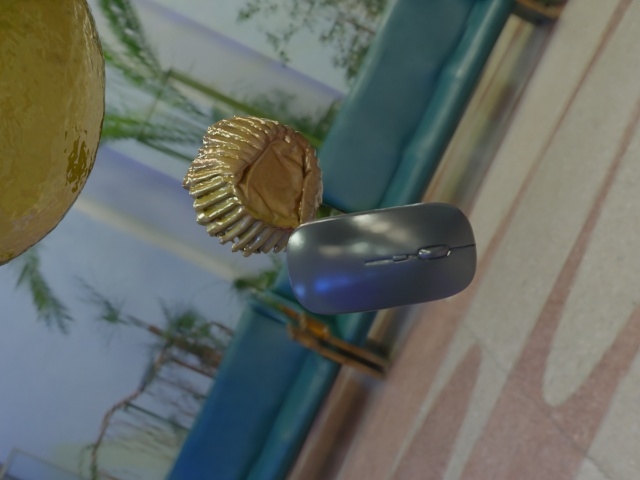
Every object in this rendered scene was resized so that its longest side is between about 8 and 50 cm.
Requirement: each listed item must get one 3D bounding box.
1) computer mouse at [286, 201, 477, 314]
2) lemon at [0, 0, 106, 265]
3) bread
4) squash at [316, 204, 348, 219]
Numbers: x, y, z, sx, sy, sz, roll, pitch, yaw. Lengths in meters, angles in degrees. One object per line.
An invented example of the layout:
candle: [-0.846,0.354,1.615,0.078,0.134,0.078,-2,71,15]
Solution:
computer mouse: [0.069,0.022,1.374,0.057,0.232,0.120,-26,-72,-75]
lemon: [-0.348,-0.133,1.002,0.348,0.348,0.348,-63,8,15]
bread: [-0.103,-0.108,2.073,0.149,0.274,0.274,-29,34,51]
squash: [0.003,0.006,2.191,0.132,0.105,0.105,-66,7,-13]
